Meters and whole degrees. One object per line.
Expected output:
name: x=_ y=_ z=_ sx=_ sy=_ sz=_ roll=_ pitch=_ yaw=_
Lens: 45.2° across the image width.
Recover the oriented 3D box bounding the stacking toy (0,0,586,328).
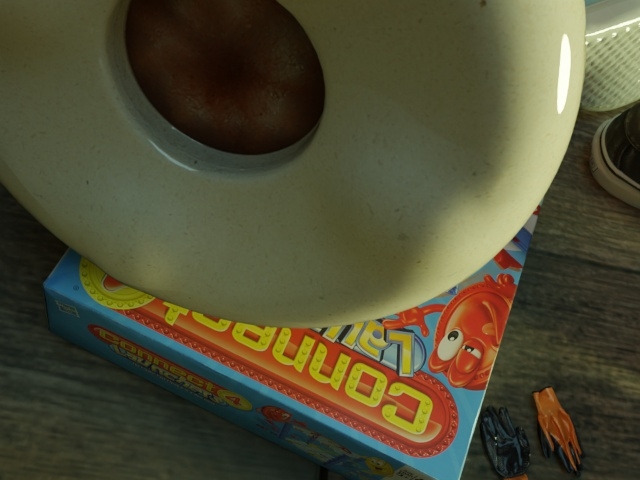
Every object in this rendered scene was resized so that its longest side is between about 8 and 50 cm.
stacking toy: x=0.002 y=-0.211 z=0.533 sx=0.351 sy=0.350 sz=0.480 roll=25 pitch=44 yaw=-2

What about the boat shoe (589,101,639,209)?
boat shoe: x=0.425 y=-0.041 z=0.723 sx=0.335 sy=0.119 sz=0.121 roll=18 pitch=77 yaw=-1

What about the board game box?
board game box: x=0.000 y=0.000 z=0.609 sx=0.308 sy=0.086 sz=0.302 roll=26 pitch=59 yaw=-2

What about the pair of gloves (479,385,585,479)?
pair of gloves: x=0.170 y=0.161 z=0.617 sx=0.083 sy=0.010 sz=0.074 roll=-13 pitch=69 yaw=-19

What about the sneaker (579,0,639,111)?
sneaker: x=0.228 y=-0.214 z=0.765 sx=0.366 sy=0.135 sz=0.150 roll=-12 pitch=57 yaw=-29
